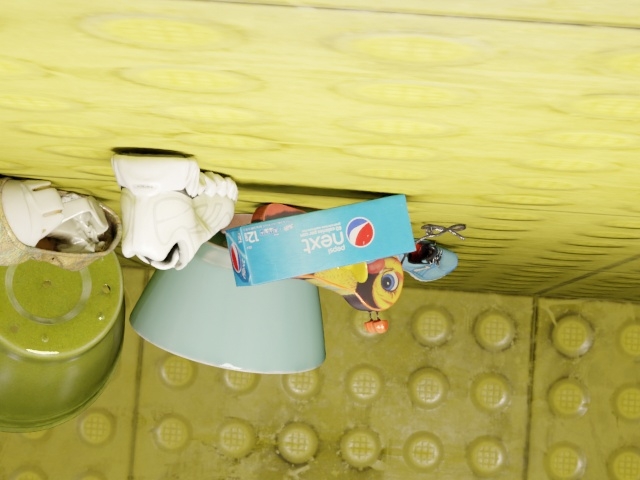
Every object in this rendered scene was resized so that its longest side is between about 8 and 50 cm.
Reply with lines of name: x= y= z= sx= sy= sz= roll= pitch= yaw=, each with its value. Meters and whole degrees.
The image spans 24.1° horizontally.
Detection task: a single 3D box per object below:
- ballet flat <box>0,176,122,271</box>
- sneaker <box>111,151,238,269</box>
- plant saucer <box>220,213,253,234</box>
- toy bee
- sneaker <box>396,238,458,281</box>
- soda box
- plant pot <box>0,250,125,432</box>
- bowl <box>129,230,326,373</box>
ballet flat: x=-0.362 y=-0.028 z=1.938 sx=0.123 sy=0.123 sz=0.348 roll=3 pitch=175 yaw=20
sneaker: x=-0.163 y=-0.025 z=1.652 sx=0.110 sy=0.118 sz=0.292 roll=1 pitch=177 yaw=12
plant saucer: x=-0.078 y=-0.017 z=2.236 sx=0.168 sy=0.029 sz=0.168 roll=3 pitch=175 yaw=0
toy bee: x=0.051 y=0.041 z=2.027 sx=0.298 sy=0.162 sz=0.195 roll=4 pitch=174 yaw=-1
sneaker: x=0.167 y=0.030 z=2.402 sx=0.162 sy=0.063 sz=0.073 roll=8 pitch=171 yaw=-42
soda box: x=0.000 y=0.000 z=1.761 sx=0.210 sy=0.071 sz=0.067 roll=-12 pitch=-179 yaw=-19
plant pot: x=-0.468 y=0.110 z=2.449 sx=0.366 sy=0.367 sz=0.353 roll=6 pitch=164 yaw=-18
bowl: x=-0.129 y=0.076 z=2.311 sx=0.311 sy=0.163 sz=0.311 roll=11 pitch=-167 yaw=-3
